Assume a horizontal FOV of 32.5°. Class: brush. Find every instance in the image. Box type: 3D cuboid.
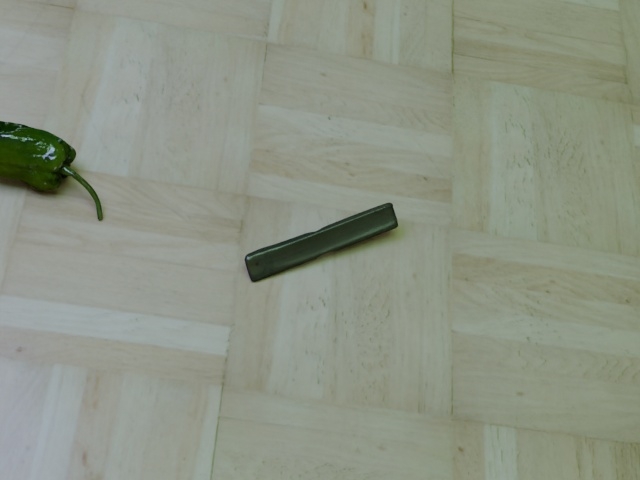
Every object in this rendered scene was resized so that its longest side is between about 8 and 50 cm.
[{"bbox_3d":[0.000,0.000,1.265,0.190,0.027,0.034,-21,100,-18],"label":"brush"}]

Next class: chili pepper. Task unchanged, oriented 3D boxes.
[{"bbox_3d":[-0.333,-0.098,1.237,0.204,0.073,0.072,15,42,-4],"label":"chili pepper"}]
